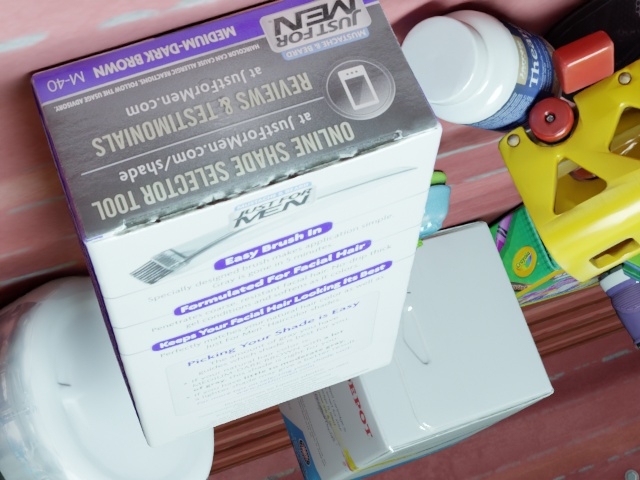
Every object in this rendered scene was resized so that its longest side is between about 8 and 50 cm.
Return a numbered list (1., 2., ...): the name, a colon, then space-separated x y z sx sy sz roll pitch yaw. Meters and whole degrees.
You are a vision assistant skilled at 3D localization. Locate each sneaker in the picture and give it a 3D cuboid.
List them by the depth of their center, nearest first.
1. sneaker: 0.444 0.060 1.559 0.283 0.124 0.107 -16 166 -29

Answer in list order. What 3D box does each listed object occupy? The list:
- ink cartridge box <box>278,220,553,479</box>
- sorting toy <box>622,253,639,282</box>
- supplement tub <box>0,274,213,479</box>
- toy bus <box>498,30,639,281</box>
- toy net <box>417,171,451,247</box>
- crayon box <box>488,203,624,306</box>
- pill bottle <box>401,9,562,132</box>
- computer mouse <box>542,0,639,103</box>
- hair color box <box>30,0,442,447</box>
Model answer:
1. ink cartridge box: 0.079 0.131 1.477 0.197 0.198 0.270 -15 167 -22
2. sorting toy: 0.275 0.005 1.278 0.038 0.208 0.193 -56 164 1
3. supplement tub: -0.267 0.181 1.109 0.338 0.207 0.207 -28 166 31
4. toy bus: 0.213 -0.054 0.827 0.191 0.104 0.202 -12 156 -23
5. toy net: 0.000 0.000 1.163 0.232 0.045 0.122 -13 167 -25
6. crayon box: 0.296 0.001 1.544 0.278 0.081 0.165 -13 165 -34
7. pill bottle: 0.095 -0.101 0.825 0.067 0.067 0.120 -27 166 27
8. computer mouse: 0.240 -0.145 0.863 0.188 0.072 0.272 -13 165 -34
9. hair color box: -0.046 0.002 0.823 0.185 0.110 0.339 -19 158 -10
